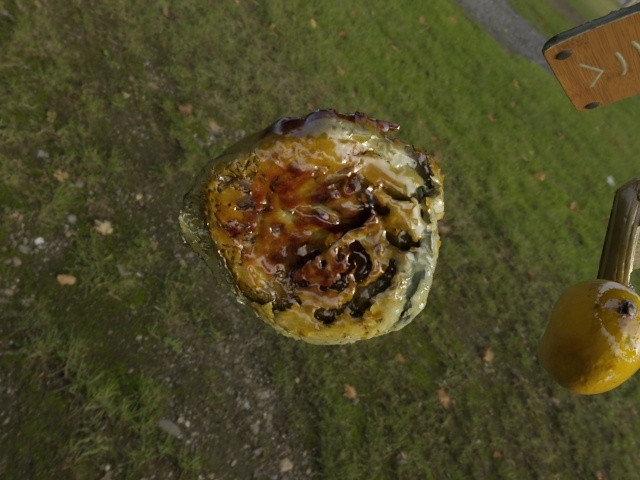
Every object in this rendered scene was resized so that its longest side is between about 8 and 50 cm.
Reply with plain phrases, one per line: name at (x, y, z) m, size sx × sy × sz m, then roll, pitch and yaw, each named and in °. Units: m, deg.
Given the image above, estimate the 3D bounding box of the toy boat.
toy boat at (0.753, 0.001, 1.407) m, size 0.122 × 0.320 × 0.089 m, roll 10°, pitch 19°, yaw 19°

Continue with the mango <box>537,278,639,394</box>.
mango at (0.421, 0.156, 0.933) m, size 0.119 × 0.317 × 0.176 m, roll 9°, pitch 73°, yaw 5°

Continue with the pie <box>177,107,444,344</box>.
pie at (0.000, -0.001, 0.651) m, size 0.308 × 0.308 × 0.085 m, roll 38°, pitch 21°, yaw -9°

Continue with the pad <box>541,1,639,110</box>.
pad at (0.498, -0.283, 0.861) m, size 0.287 × 0.284 × 0.018 m, roll 14°, pitch 65°, yaw -55°
